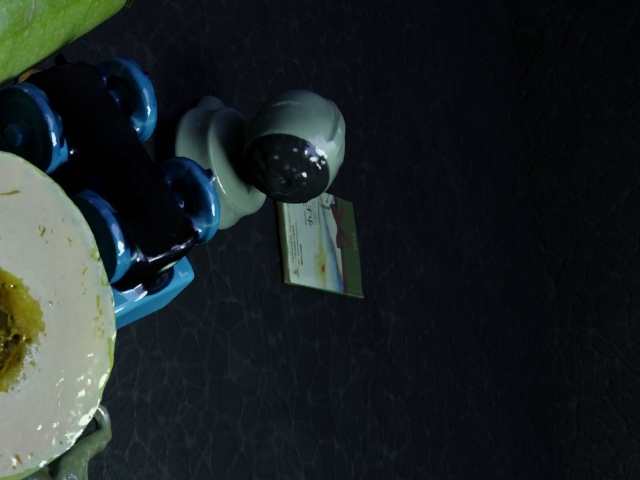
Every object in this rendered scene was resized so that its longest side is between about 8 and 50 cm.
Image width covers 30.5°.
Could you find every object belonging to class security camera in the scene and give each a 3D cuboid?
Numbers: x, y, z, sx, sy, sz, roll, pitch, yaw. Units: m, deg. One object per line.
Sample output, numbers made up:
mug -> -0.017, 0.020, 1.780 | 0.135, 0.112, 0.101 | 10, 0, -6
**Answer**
security camera -> -0.087, -0.132, 1.808 | 0.197, 0.277, 0.191 | 60, 30, -31

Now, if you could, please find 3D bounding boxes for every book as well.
book -> 0.000, 0.000, 2.193 | 0.289, 0.026, 0.201 | 15, 67, -61

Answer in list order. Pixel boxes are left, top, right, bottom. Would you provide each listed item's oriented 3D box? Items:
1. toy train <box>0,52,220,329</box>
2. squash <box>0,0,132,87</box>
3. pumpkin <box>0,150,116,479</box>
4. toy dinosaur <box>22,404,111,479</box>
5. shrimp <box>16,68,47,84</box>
toy train -> -0.276, -0.055, 1.351 | 0.188, 0.265, 0.300 | -27, 81, -42
squash -> -0.391, -0.306, 1.316 | 0.263, 0.263, 0.384 | 67, 29, -19
pumpkin -> -0.390, 0.079, 1.165 | 0.332, 0.199, 0.332 | 5, 83, -39
toy dinosaur -> -0.334, 0.274, 1.345 | 0.294, 0.077, 0.162 | 5, 57, -45
shrimp -> -0.366, -0.191, 1.580 | 0.114, 0.023, 0.083 | 24, 55, -53
